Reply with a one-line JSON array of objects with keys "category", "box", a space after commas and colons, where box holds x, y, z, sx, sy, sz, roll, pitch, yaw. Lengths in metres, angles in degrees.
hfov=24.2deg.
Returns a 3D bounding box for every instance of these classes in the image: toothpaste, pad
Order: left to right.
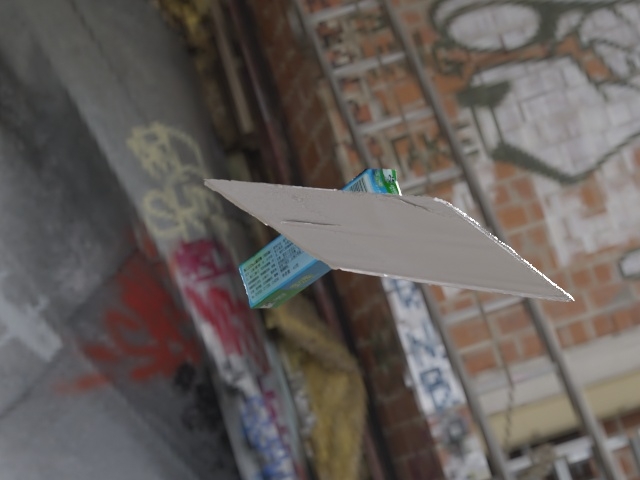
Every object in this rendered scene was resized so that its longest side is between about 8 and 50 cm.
[{"category": "toothpaste", "box": [0.000, 0.000, 1.869, 0.050, 0.065, 0.266, 0, -28, -45]}, {"category": "pad", "box": [0.041, -0.001, 0.999, 0.232, 0.004, 0.156, 7, -20, 46]}]
